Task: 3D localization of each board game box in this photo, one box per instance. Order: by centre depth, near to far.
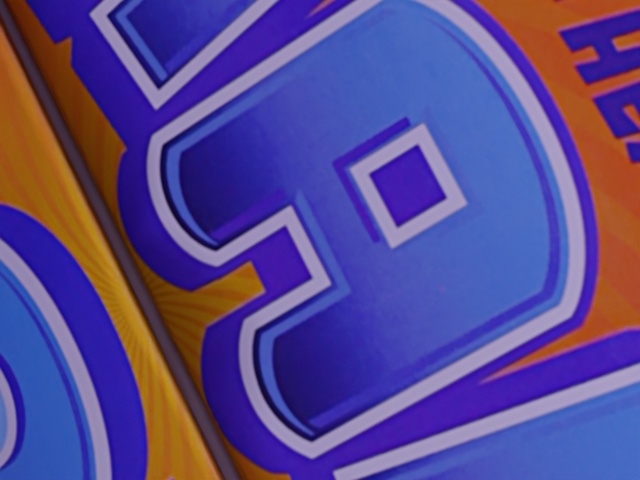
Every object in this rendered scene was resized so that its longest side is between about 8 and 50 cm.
[{"bbox_3d":[0.026,0.013,0.528,0.356,0.356,0.356,62,21,11],"label":"board game box"}]
